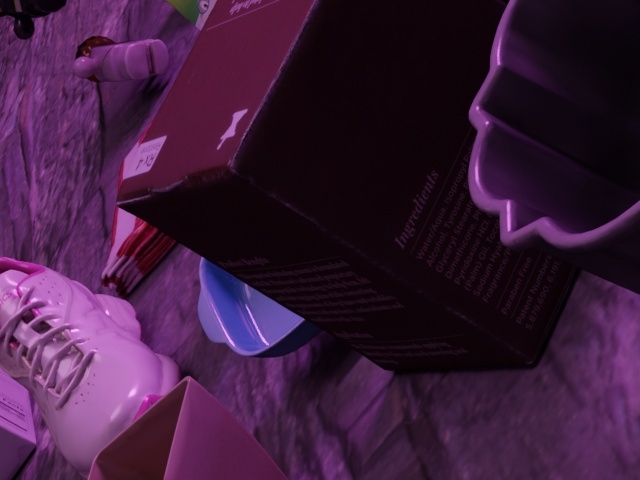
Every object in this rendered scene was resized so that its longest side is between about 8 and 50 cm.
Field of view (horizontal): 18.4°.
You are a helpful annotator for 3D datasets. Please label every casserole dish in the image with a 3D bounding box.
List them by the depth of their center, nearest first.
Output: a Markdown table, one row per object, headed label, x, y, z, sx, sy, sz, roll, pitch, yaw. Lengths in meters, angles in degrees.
| label | x | y | z | sx | sy | sz | roll | pitch | yaw |
| --- | --- | --- | --- | --- | --- | --- | --- | --- | --- |
| casserole dish | 0.000 | 0.000 | 1.258 | 0.188 | 0.037 | 0.114 | -42 | 45 | 15 |

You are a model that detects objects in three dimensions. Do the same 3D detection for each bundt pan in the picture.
| label | x | y | z | sx | sy | sz | roll | pitch | yaw |
| --- | --- | --- | --- | --- | --- | --- | --- | --- | --- |
| bundt pan | 0.214 | -0.106 | 0.872 | 0.331 | 0.124 | 0.331 | -46 | 23 | 26 |

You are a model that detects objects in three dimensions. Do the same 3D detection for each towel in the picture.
| label | x | y | z | sx | sy | sz | roll | pitch | yaw |
| --- | --- | --- | --- | --- | --- | --- | --- | --- | --- |
| towel | -0.085 | -0.124 | 1.716 | 0.329 | 0.037 | 0.237 | -48 | 21 | 25 |

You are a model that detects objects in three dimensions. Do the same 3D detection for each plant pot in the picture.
| label | x | y | z | sx | sy | sz | roll | pitch | yaw |
| --- | --- | --- | --- | --- | --- | --- | --- | --- | --- |
| plant pot | -0.078 | 0.166 | 1.178 | 0.109 | 0.096 | 0.109 | -42 | 25 | 38 |

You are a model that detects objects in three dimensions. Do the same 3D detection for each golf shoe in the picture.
| label | x | y | z | sx | sy | sz | roll | pitch | yaw |
| --- | --- | --- | --- | --- | --- | --- | --- | --- | --- |
| golf shoe | -0.195 | 0.094 | 1.499 | 0.115 | 0.140 | 0.306 | -56 | 21 | 0 |

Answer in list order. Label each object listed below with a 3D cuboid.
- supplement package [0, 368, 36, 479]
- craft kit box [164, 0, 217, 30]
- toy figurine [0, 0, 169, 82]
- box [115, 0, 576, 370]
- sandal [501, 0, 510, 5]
| label | x | y | z | sx | sy | sz | roll | pitch | yaw |
| --- | --- | --- | --- | --- | --- | --- | --- | --- | --- |
| supplement package | -0.413 | 0.164 | 1.711 | 0.204 | 0.262 | 0.145 | -54 | 20 | 10 |
| craft kit box | 0.016 | -0.216 | 1.358 | 0.246 | 0.061 | 0.250 | 43 | 115 | 36 |
| toy figurine | -0.222 | -0.271 | 1.996 | 0.148 | 0.209 | 0.213 | 8 | 67 | 56 |
| box | 0.032 | -0.047 | 1.088 | 0.168 | 0.203 | 0.167 | -8 | 52 | 63 |
| sandal | 0.154 | -0.166 | 1.097 | 0.179 | 0.040 | 0.067 | -18 | 18 | 0 |
